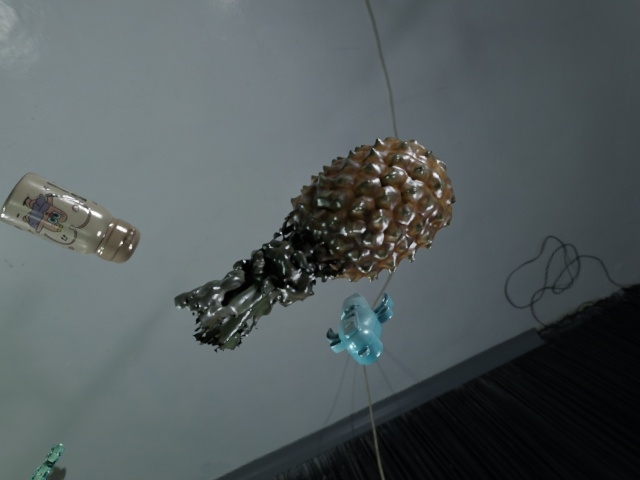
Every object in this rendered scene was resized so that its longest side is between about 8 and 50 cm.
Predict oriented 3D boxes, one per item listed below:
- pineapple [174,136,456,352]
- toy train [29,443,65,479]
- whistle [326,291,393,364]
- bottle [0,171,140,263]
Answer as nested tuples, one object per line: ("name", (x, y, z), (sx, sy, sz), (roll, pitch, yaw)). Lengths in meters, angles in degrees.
("pineapple", (0.000, 0.000, 0.493), (0.362, 0.175, 0.174), (-29, 111, -26))
("toy train", (-0.593, 0.492, 0.888), (0.029, 0.092, 0.045), (22, 125, -5))
("whistle", (0.087, 0.195, 0.955), (0.186, 0.274, 0.093), (-35, 103, 10))
("bottle", (-0.438, -0.027, 0.735), (0.209, 0.110, 0.097), (31, 51, -27))
